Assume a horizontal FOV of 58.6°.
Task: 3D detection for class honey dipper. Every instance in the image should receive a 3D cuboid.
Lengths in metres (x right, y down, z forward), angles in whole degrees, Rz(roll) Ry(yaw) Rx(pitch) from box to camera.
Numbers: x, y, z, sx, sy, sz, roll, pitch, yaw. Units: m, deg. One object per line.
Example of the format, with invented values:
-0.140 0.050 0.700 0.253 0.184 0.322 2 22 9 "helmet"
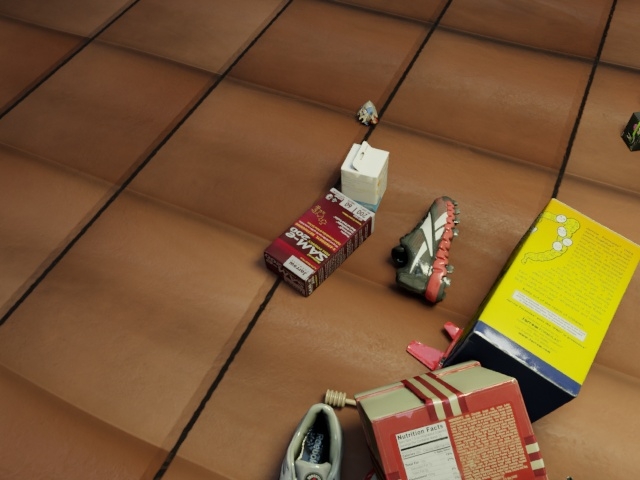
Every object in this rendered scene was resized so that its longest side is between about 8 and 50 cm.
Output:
0.089 0.313 1.087 0.161 0.030 0.030 10 54 6 "honey dipper"

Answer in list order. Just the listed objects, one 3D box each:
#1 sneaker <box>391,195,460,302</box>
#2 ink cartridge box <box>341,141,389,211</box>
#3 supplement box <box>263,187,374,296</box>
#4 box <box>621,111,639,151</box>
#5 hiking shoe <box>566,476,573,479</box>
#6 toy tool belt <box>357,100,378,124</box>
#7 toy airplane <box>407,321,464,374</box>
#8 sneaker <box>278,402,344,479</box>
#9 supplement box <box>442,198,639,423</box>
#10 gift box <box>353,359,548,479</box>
0.231 0.004 1.266 0.135 0.097 0.275 12 56 9 "sneaker"
0.106 -0.154 1.362 0.090 0.143 0.092 16 56 14 "ink cartridge box"
0.000 0.000 1.296 0.130 0.073 0.239 34 62 24 "supplement box"
0.821 -0.280 1.460 0.052 0.083 0.062 -8 53 -3 "box"
0.550 0.468 0.895 0.305 0.113 0.132 11 55 11 "hiking shoe"
0.128 -0.340 1.566 0.051 0.052 0.083 -27 46 22 "toy tool belt"
0.257 0.227 1.142 0.151 0.028 0.151 0 54 1 "toy airplane"
-0.027 0.426 0.936 0.123 0.146 0.330 4 55 4 "sneaker"
0.420 0.130 1.088 0.195 0.194 0.356 34 60 14 "supplement box"
0.191 0.355 0.901 0.256 0.258 0.276 -11 85 -3 "gift box"
